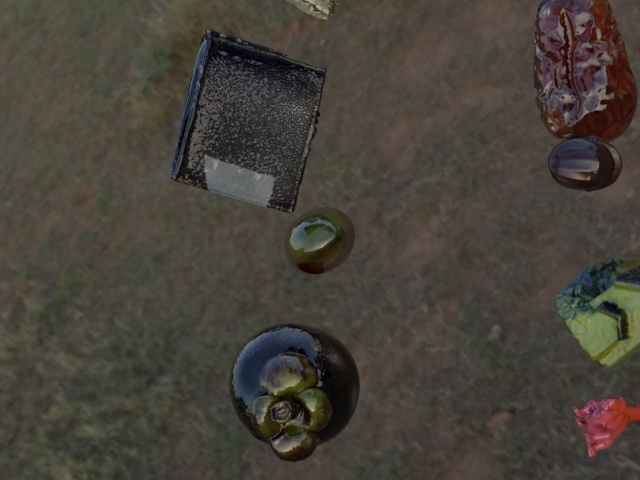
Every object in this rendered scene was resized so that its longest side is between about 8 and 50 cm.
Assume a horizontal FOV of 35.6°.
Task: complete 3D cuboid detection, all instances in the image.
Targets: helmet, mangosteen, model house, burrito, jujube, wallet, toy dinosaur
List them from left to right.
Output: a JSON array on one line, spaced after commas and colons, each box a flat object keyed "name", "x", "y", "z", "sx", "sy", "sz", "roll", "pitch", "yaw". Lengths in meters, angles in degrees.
[{"name": "wallet", "x": -0.118, "y": -0.195, "z": 1.647, "sx": 0.071, "sy": 0.221, "sz": 0.262, "roll": -8, "pitch": 69, "yaw": 65}, {"name": "burrito", "x": -0.058, "y": -0.395, "z": 1.523, "sx": 0.045, "sy": 0.185, "sz": 0.041, "roll": -60, "pitch": 8, "yaw": -30}, {"name": "mangosteen", "x": -0.054, "y": 0.340, "z": 2.191, "sx": 0.297, "sy": 0.297, "sz": 0.313, "roll": -31, "pitch": 49, "yaw": 23}, {"name": "helmet", "x": 0.449, "y": -0.131, "z": 1.723, "sx": 0.123, "sy": 0.098, "sz": 0.070, "roll": 13, "pitch": 20, "yaw": 36}, {"name": "jujube", "x": 0.567, "y": -0.375, "z": 2.153, "sx": 0.216, "sy": 0.342, "sz": 0.216, "roll": -12, "pitch": 11, "yaw": 2}, {"name": "toy dinosaur", "x": 0.475, "y": 0.282, "z": 1.556, "sx": 0.139, "sy": 0.286, "sz": 0.070, "roll": -21, "pitch": 63, "yaw": 8}, {"name": "model house", "x": 0.538, "y": 0.085, "z": 1.680, "sx": 0.211, "sy": 0.194, "sz": 0.170, "roll": -47, "pitch": 66, "yaw": 45}]

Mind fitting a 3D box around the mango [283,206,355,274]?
[{"name": "mango", "x": 0.000, "y": 0.000, "z": 1.753, "sx": 0.133, "sy": 0.111, "sz": 0.267, "roll": -22, "pitch": -6, "yaw": -5}]
